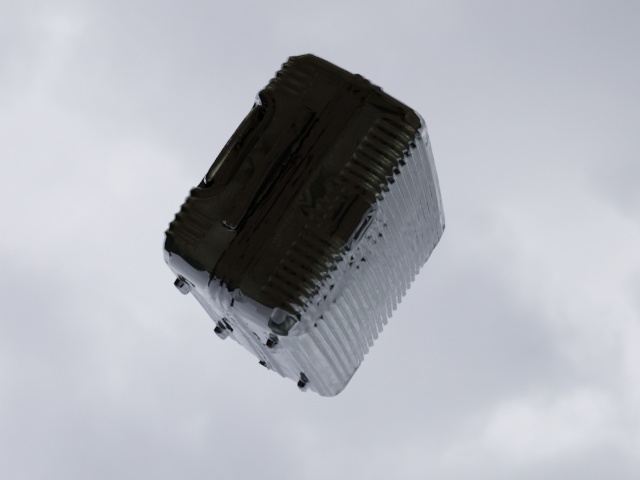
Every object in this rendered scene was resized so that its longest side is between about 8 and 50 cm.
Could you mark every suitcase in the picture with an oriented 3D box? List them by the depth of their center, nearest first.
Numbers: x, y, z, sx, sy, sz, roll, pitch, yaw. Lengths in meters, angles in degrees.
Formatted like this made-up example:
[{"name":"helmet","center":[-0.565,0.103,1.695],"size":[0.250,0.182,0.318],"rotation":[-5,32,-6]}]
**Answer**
[{"name":"suitcase","center":[0.000,0.000,1.123],"size":[0.128,0.312,0.202],"rotation":[31,-101,16]}]
